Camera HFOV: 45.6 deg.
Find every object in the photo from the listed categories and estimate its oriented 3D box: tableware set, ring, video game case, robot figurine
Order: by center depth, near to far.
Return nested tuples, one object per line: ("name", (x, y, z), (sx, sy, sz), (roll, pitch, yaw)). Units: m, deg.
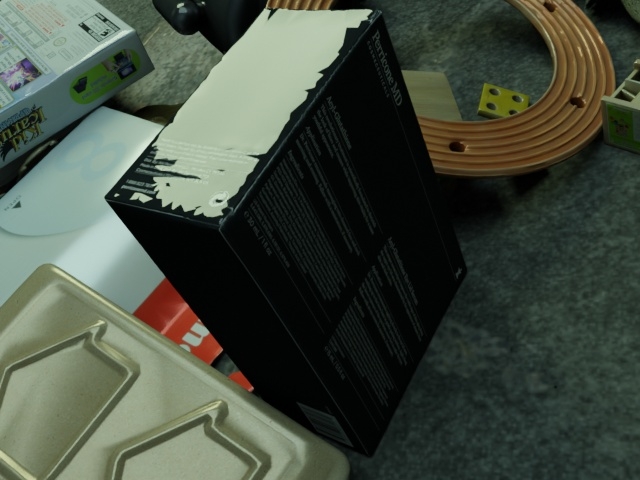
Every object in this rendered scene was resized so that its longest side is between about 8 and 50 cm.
("ring", (0.112, -0.182, 0.724), (0.336, 0.032, 0.337), (4, 52, -6))
("tableware set", (-0.360, -0.060, 0.893), (0.169, 0.020, 0.141), (-45, 11, -15))
("robot figurine", (-0.064, -0.289, 0.895), (0.173, 0.209, 0.278), (-56, 43, 14))
("video game case", (-0.367, -0.210, 0.922), (0.244, 0.061, 0.269), (-36, 47, -14))

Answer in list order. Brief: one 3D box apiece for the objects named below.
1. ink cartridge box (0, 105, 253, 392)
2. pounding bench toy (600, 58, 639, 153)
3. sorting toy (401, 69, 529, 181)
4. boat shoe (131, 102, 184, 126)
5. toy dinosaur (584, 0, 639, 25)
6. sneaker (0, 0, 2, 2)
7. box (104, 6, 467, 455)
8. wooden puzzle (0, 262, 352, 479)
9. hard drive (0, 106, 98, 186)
("ink cartridge box", (-0.194, 0.031, 0.727), (0.385, 0.091, 0.308), (20, 61, 40))
("pounding bench toy", (0.294, -0.110, 0.644), (0.065, 0.052, 0.083), (-45, 46, -18))
("sorting toy", (0.072, -0.102, 0.711), (0.274, 0.046, 0.132), (0, 50, -11))
("boat shoe", (-0.167, -0.132, 0.896), (0.135, 0.045, 0.050), (11, 48, 38))
("toy dinosaur", (0.351, -0.244, 0.719), (0.160, 0.121, 0.313), (-37, 48, 7))
("sneaker", (-0.552, -0.338, 1.134), (0.131, 0.148, 0.350), (-32, 38, 0))
("box", (0.000, 0.000, 0.535), (0.103, 0.261, 0.184), (15, 57, 35))
("wooden puzzle", (-0.193, 0.212, 0.541), (0.348, 0.080, 0.322), (25, 65, 29))
("hard drive", (-0.428, -0.195, 1.052), (0.353, 0.047, 0.233), (22, 62, 46))
